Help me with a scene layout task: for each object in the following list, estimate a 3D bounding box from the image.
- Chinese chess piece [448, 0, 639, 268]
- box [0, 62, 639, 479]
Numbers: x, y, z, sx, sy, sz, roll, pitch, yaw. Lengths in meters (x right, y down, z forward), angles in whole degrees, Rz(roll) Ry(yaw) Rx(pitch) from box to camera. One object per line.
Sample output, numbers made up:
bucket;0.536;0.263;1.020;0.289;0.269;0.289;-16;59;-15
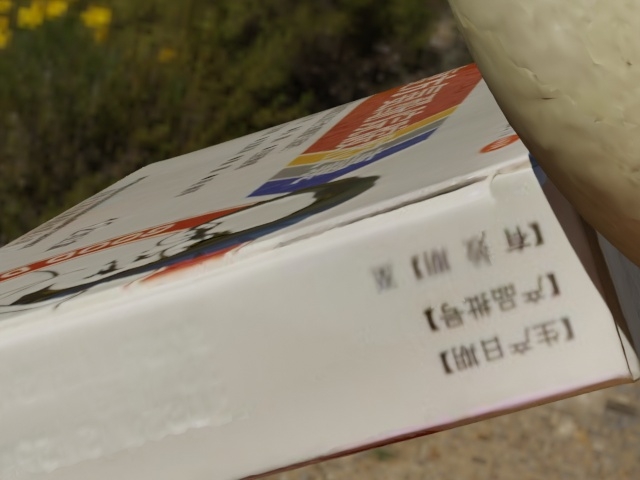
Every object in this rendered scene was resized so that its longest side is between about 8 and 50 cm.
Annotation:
Chinese chess piece;0.148;-0.099;0.370;0.273;0.273;0.102;5;8;-17
box;0.000;0.000;0.605;0.214;0.069;0.353;-17;10;15
